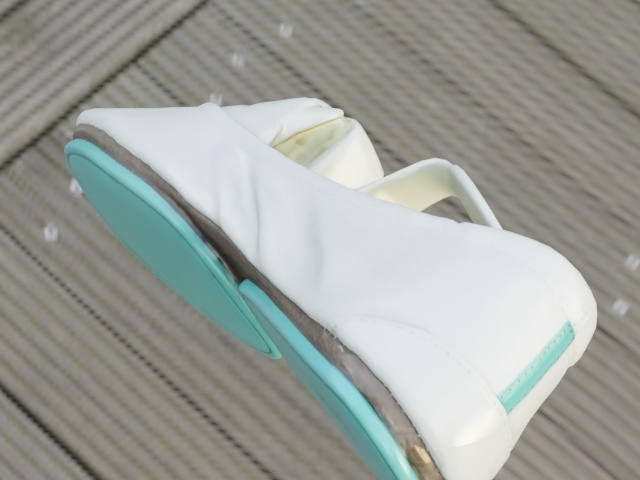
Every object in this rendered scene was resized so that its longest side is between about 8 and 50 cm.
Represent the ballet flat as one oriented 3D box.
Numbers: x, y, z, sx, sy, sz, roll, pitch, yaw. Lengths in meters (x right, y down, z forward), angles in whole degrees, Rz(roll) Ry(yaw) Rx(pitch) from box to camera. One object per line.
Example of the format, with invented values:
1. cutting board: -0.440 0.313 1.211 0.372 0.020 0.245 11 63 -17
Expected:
1. ballet flat: 0.000 0.000 0.849 0.139 0.139 0.400 -24 27 -18
